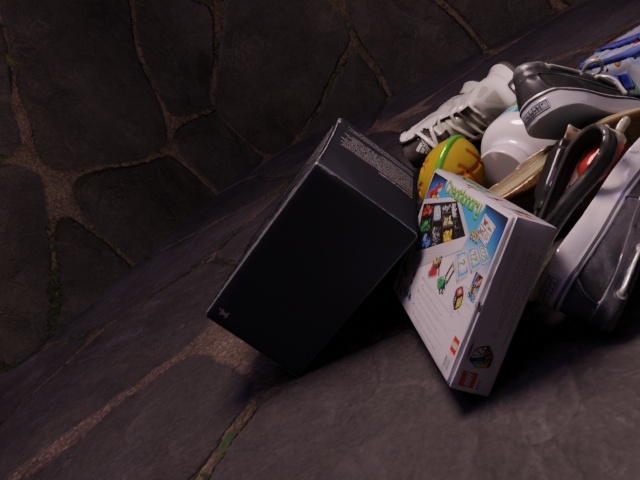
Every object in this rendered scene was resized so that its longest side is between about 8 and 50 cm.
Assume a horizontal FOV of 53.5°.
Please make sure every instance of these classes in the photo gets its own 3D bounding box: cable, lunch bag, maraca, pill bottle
[{"bbox_3d":[0.286,-0.023,0.749,0.139,0.072,0.287,163,130,-79],"label":"cable"},{"bbox_3d":[0.617,-0.345,1.149,0.243,0.115,0.303,-27,6,7],"label":"lunch bag"},{"bbox_3d":[0.203,-0.074,1.004,0.099,0.186,0.127,16,12,36],"label":"maraca"},{"bbox_3d":[0.370,-0.175,1.078,0.264,0.146,0.146,-41,18,-33],"label":"pill bottle"}]

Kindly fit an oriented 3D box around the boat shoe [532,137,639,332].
[{"bbox_3d":[0.354,-0.017,0.714,0.102,0.108,0.301,31,55,24],"label":"boat shoe"}]

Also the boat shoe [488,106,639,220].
[{"bbox_3d":[0.338,-0.086,0.909,0.341,0.122,0.110,-30,15,11],"label":"boat shoe"}]

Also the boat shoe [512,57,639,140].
[{"bbox_3d":[0.391,-0.200,0.940,0.306,0.105,0.113,-1,-25,-33],"label":"boat shoe"}]

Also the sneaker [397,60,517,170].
[{"bbox_3d":[0.323,-0.238,1.414,0.257,0.169,0.447,-40,7,2],"label":"sneaker"}]

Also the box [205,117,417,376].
[{"bbox_3d":[0.000,0.000,1.007,0.296,0.182,0.294,-52,6,23],"label":"box"}]

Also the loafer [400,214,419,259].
[{"bbox_3d":[0.205,-0.043,1.105,0.220,0.078,0.080,-30,15,4],"label":"loafer"}]

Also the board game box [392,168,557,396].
[{"bbox_3d":[0.170,0.030,0.786,0.305,0.053,0.193,-106,33,-74],"label":"board game box"}]

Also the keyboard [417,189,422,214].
[{"bbox_3d":[0.204,-0.070,1.301,0.108,0.023,0.180,-27,14,-11],"label":"keyboard"}]
